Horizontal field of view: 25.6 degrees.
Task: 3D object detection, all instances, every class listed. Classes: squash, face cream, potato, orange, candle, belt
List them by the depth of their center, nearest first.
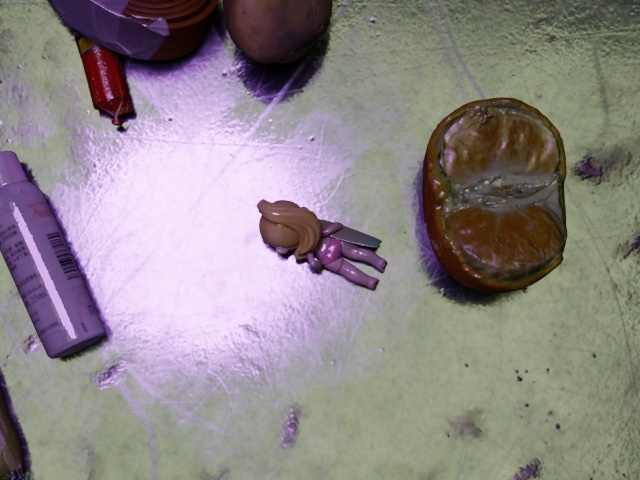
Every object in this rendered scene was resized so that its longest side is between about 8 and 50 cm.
[{"bbox_3d":[0.216,-0.049,1.747,0.179,0.158,0.237,-6,79,-7],"label":"orange"},{"bbox_3d":[-0.412,0.226,1.765,0.052,0.052,0.183,-22,82,-3],"label":"squash"},{"bbox_3d":[-0.054,-0.361,1.776,0.141,0.191,0.296,4,81,19],"label":"potato"},{"bbox_3d":[-0.359,0.013,1.778,0.082,0.082,0.269,-25,84,-3],"label":"face cream"},{"bbox_3d":[-0.255,-0.341,1.790,0.261,0.105,0.184,41,63,5],"label":"belt"},{"bbox_3d":[-0.277,-0.210,1.823,0.052,0.052,0.131,-17,84,-2],"label":"candle"}]

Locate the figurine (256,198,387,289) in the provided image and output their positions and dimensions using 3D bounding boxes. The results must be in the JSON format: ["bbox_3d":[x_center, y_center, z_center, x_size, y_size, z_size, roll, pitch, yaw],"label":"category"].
[{"bbox_3d":[0.000,0.000,1.788,0.187,0.083,0.083,30,83,-6],"label":"figurine"}]
